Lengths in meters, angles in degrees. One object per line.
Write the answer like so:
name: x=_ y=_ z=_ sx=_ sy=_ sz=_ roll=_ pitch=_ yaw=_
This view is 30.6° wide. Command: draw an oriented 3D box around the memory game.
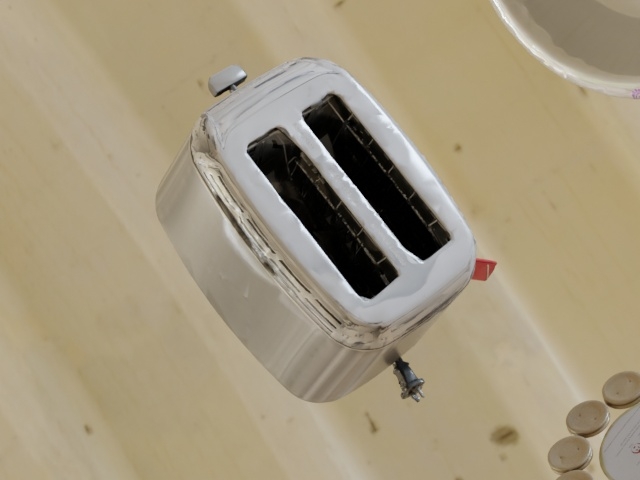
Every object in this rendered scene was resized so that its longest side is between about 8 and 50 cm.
memory game: x=0.260 y=0.155 z=0.885 sx=0.186 sy=0.186 sz=0.012 roll=-30 pitch=-63 yaw=3

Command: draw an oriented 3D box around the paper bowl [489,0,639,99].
paper bowl: x=0.260 y=-0.263 z=0.900 sx=0.148 sy=0.284 sz=0.284 roll=-28 pitch=-24 yaw=-34

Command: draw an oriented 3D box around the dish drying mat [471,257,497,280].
dish drying mat: x=0.193 y=0.036 z=1.476 sx=0.083 sy=0.008 sz=0.032 roll=8 pitch=-57 yaw=-50

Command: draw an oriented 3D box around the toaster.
toaster: x=0.000 y=0.000 z=0.710 sx=0.129 sy=0.227 sz=0.146 roll=-33 pitch=-9 yaw=-21
